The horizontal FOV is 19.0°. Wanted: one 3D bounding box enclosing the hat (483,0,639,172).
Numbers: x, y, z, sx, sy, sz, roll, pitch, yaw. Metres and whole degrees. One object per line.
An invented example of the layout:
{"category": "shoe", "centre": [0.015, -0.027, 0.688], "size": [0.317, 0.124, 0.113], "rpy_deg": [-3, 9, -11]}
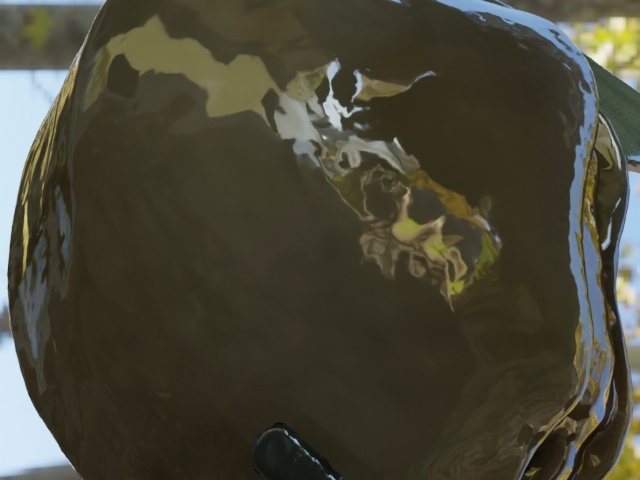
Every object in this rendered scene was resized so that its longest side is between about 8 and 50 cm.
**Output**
{"category": "hat", "centre": [0.138, -0.071, 1.312], "size": [0.110, 0.252, 0.252], "rpy_deg": [-57, -145, 19]}

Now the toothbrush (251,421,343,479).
{"category": "toothbrush", "centre": [0.074, 0.183, 0.832], "size": [0.297, 0.030, 0.030], "rpy_deg": [42, -65, 21]}

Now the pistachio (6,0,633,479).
{"category": "pistachio", "centre": [0.000, 0.000, 1.082], "size": [0.445, 0.365, 0.281], "rpy_deg": [63, -1, 37]}
